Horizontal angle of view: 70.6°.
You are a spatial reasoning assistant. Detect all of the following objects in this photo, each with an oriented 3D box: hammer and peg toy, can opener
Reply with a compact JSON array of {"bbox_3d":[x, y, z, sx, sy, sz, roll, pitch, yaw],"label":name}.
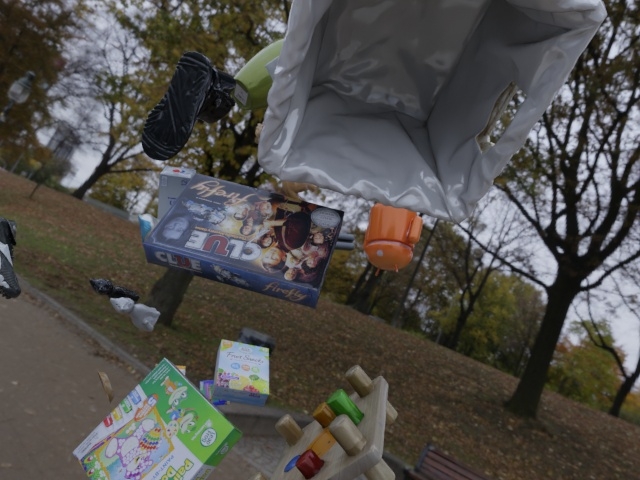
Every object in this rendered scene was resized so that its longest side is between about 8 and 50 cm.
[{"bbox_3d":[-0.006,0.373,0.740,0.127,0.266,0.361,51,15,0],"label":"hammer and peg toy"},{"bbox_3d":[0.000,0.000,1.806,0.281,0.074,0.093,4,-19,-16],"label":"can opener"}]

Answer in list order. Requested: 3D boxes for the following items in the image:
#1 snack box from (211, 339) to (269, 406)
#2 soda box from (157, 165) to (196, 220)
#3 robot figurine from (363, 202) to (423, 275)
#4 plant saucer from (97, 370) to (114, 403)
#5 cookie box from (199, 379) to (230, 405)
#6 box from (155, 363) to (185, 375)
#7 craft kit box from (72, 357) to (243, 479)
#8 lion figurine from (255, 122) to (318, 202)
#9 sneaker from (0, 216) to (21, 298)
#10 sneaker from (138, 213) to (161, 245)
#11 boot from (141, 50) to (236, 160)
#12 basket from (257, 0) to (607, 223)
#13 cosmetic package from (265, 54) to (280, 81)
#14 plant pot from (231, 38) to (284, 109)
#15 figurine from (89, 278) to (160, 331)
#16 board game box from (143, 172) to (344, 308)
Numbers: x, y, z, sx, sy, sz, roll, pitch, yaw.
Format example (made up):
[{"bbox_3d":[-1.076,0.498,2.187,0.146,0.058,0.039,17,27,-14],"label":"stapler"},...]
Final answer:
[{"bbox_3d":[-0.264,0.441,1.519,0.175,0.070,0.207,15,28,-16],"label":"snack box"},{"bbox_3d":[-0.439,-0.073,1.369,0.091,0.286,0.098,7,22,-10],"label":"soda box"},{"bbox_3d":[0.186,-0.017,1.185,0.158,0.219,0.128,5,-17,16],"label":"robot figurine"},{"bbox_3d":[-0.515,0.350,1.090,0.015,0.083,0.083,-20,16,-32],"label":"plant saucer"},{"bbox_3d":[-0.389,0.563,1.672,0.107,0.091,0.040,-3,-15,-6],"label":"cookie box"},{"bbox_3d":[-0.405,0.393,1.203,0.081,0.028,0.136,11,35,-20],"label":"box"},{"bbox_3d":[-0.324,0.403,0.896,0.247,0.250,0.061,30,-23,30],"label":"craft kit box"},{"bbox_3d":[-0.121,-0.293,1.822,0.240,0.142,0.392,9,52,-59],"label":"lion figurine"},{"bbox_3d":[-0.674,0.007,0.942,0.078,0.106,0.234,-12,-71,45],"label":"sneaker"},{"bbox_3d":[-0.415,-0.022,1.182,0.092,0.087,0.228,-9,-8,-9],"label":"sneaker"},{"bbox_3d":[-0.283,-0.285,1.023,0.094,0.246,0.207,27,7,4],"label":"boot"},{"bbox_3d":[0.111,-0.252,0.638,0.332,0.266,0.328,14,-49,-10],"label":"basket"},{"bbox_3d":[0.044,-0.568,1.462,0.217,0.385,0.156,60,21,-9],"label":"cosmetic package"},{"bbox_3d":[-0.238,-0.689,1.969,0.275,0.293,0.274,32,-35,26],"label":"plant pot"},{"bbox_3d":[-0.707,0.225,1.625,0.215,0.092,0.209,29,-16,27],"label":"figurine"},{"bbox_3d":[-0.101,-0.007,0.656,0.244,0.165,0.042,14,-44,5],"label":"board game box"}]
